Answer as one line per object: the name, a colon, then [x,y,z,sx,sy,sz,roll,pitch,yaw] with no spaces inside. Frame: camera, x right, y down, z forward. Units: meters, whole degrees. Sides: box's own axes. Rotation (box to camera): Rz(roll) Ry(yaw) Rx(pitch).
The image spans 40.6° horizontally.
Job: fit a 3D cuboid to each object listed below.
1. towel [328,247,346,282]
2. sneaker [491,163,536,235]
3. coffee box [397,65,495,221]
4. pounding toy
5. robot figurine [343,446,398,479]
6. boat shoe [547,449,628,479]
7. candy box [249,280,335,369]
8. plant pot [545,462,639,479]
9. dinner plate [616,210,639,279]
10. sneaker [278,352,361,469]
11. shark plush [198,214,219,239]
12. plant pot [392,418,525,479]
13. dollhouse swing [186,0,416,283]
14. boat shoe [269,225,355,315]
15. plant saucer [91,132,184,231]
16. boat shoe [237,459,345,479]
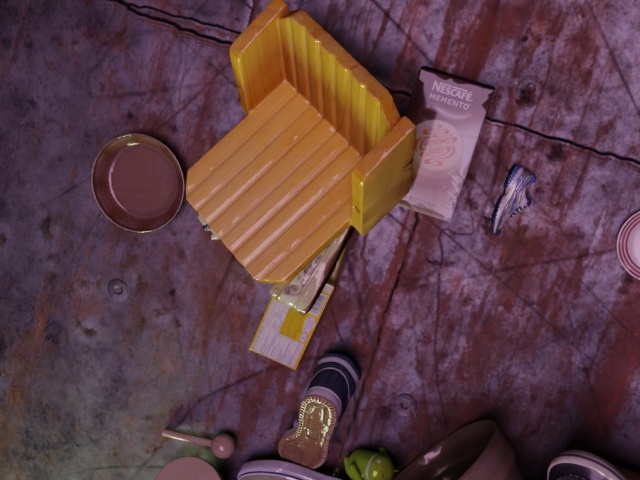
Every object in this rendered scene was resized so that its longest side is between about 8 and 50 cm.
towel: [0.004,-0.004,1.684,0.102,0.021,0.237,21,106,8]
sneaker: [0.354,-0.067,1.579,0.058,0.052,0.135,20,106,3]
coffee box: [0.210,-0.176,1.560,0.141,0.098,0.247,18,105,8]
pounding toy: [-0.255,0.526,1.831,0.182,0.110,0.237,0,73,23]
robot figurine: [0.099,0.455,1.727,0.115,0.101,0.067,1,102,49]
boat shoe: [0.472,0.591,1.436,0.186,0.156,0.500,-3,105,44]
candy box: [-0.057,0.152,1.717,0.105,0.027,0.206,26,112,3]
plant pot: [0.533,0.512,1.593,0.254,0.237,0.237,30,107,17]
dinner plate: [0.606,0.008,1.557,0.141,0.017,0.141,2,102,11]
sneaker: [0.001,0.338,1.732,0.099,0.153,0.282,25,136,4]
shark plush: [-0.165,-0.045,1.698,0.161,0.073,0.067,-3,71,18]
plant pot: [0.278,0.538,1.577,0.323,0.323,0.280,-38,88,17]
dollhouse swing: [-0.071,-0.150,1.471,0.305,0.315,0.347,-37,69,-13]
boat shoe: [0.000,0.000,1.615,0.089,0.104,0.285,28,95,7]
plant saucer: [-0.360,-0.116,1.732,0.198,0.036,0.199,3,103,13]
boat shoe: [-0.037,0.520,1.744,0.302,0.094,0.109,7,133,19]
